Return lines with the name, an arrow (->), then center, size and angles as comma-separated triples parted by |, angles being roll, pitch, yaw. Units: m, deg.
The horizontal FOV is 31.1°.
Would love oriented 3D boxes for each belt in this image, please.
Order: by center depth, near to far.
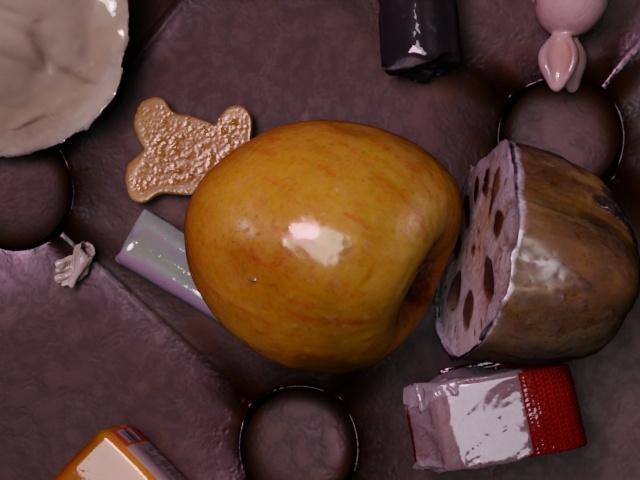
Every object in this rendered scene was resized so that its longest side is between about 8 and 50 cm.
belt -> 0.196, 0.194, 1.329 | 0.201, 0.128, 0.124 | -11, 82, 6

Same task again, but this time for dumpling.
dumpling -> -0.391, -0.264, 1.443 | 0.315, 0.233, 0.395 | 46, 108, 9

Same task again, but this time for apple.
apple -> 0.000, 0.000, 1.309 | 0.275, 0.299, 0.299 | 27, 90, 24

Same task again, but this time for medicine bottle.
medicine bottle -> -0.219, 0.348, 1.399 | 0.222, 0.112, 0.149 | 43, 93, 12

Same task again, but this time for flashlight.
flashlight -> 0.109, -0.409, 1.429 | 0.103, 0.103, 0.423 | -5, 81, 10

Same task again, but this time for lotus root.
lotus root -> 0.247, 0.022, 1.291 | 0.192, 0.272, 0.272 | 7, 85, -4

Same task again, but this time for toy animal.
toy animal -> 0.290, -0.287, 1.372 | 0.124, 0.124, 0.212 | 25, 96, 12

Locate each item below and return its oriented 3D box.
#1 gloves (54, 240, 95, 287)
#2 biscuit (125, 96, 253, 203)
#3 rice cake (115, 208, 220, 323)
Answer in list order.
gloves -> -0.313, 0.031, 1.486 | 0.081, 0.037, 0.044 | -36, 42, 21
biscuit -> -0.132, -0.097, 1.468 | 0.240, 0.035, 0.158 | 13, 89, 12
rice cake -> -0.153, 0.046, 1.454 | 0.222, 0.042, 0.080 | 31, 89, 11
